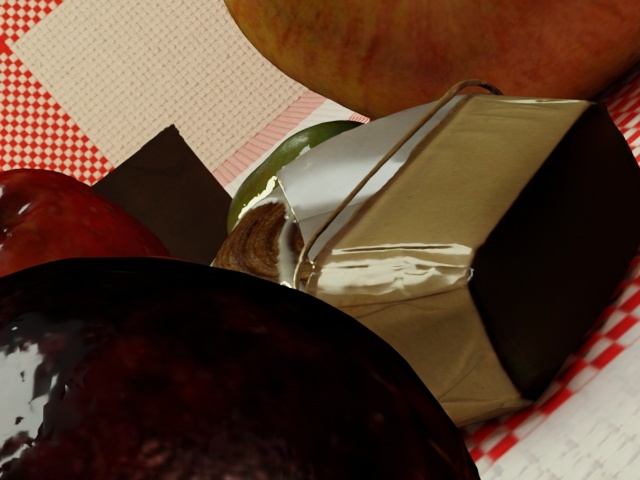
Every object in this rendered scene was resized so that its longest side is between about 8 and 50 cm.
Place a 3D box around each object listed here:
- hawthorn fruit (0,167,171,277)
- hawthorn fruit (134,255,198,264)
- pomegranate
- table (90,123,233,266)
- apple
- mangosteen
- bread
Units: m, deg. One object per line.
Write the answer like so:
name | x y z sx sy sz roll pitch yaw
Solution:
hawthorn fruit | -0.238 0.065 1.118 0.265 0.265 0.307 -44 -27 -22
hawthorn fruit | -0.102 0.084 0.818 0.169 0.169 0.188 -38 40 17
pomegranate | 0.000 0.000 1.011 0.152 0.131 0.191 -40 21 33
table | -0.251 0.045 1.598 0.250 0.196 0.282 -36 8 30
apple | 0.115 -0.277 1.037 0.400 0.400 0.333 -36 0 24
mangosteen | -0.049 0.132 0.395 0.228 0.228 0.265 -37 50 21
bread | 0.050 0.016 0.713 0.212 0.142 0.224 -11 27 43
